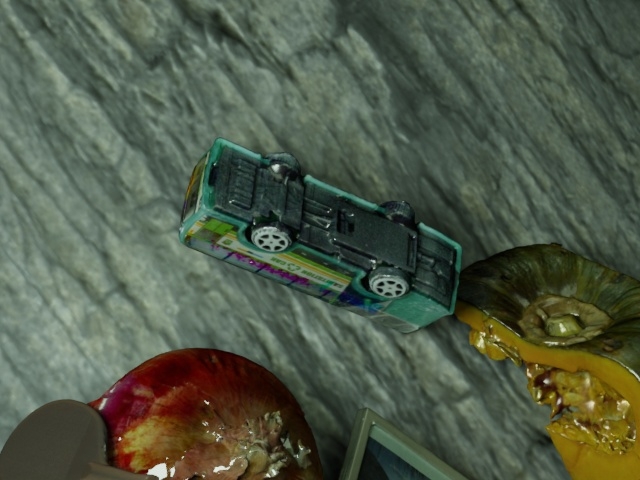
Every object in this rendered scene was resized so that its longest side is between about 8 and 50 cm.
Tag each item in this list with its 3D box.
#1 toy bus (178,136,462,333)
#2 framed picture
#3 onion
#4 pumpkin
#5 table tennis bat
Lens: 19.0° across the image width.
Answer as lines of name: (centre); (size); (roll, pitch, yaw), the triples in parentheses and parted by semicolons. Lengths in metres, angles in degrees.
toy bus: (0.000, 0.000, 1.683); (0.261, 0.109, 0.091); (24, 57, -21)
framed picture: (0.087, 0.255, 1.642); (0.203, 0.015, 0.150); (38, 53, -29)
onion: (-0.085, 0.191, 1.516); (0.230, 0.163, 0.230); (7, 73, -25)
pumpkin: (0.258, 0.135, 1.787); (0.280, 0.190, 0.139); (25, 44, 35)
table tennis bat: (-0.216, 0.153, 1.436); (0.119, 0.170, 0.107); (40, 65, -45)
